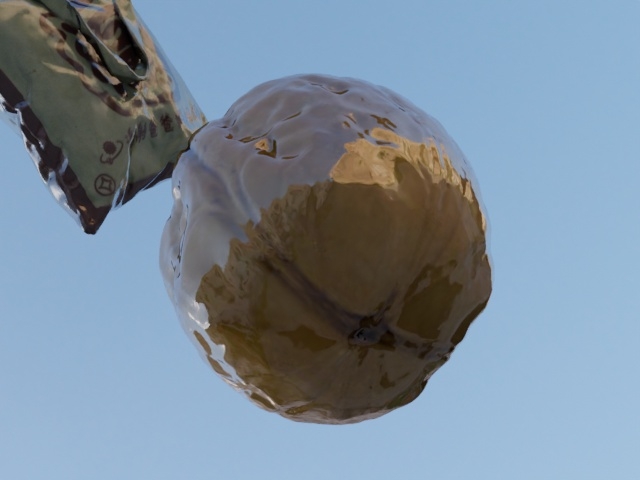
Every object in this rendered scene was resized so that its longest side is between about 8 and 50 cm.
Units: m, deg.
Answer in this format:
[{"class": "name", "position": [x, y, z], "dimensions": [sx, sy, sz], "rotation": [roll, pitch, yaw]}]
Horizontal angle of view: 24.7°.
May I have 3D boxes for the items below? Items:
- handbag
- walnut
[{"class": "handbag", "position": [-0.197, -0.126, 1.198], "dimensions": [0.127, 0.235, 0.213], "rotation": [-39, -3, 35]}, {"class": "walnut", "position": [0.000, 0.000, 0.630], "dimensions": [0.144, 0.180, 0.144], "rotation": [-5, -75, -17]}]
